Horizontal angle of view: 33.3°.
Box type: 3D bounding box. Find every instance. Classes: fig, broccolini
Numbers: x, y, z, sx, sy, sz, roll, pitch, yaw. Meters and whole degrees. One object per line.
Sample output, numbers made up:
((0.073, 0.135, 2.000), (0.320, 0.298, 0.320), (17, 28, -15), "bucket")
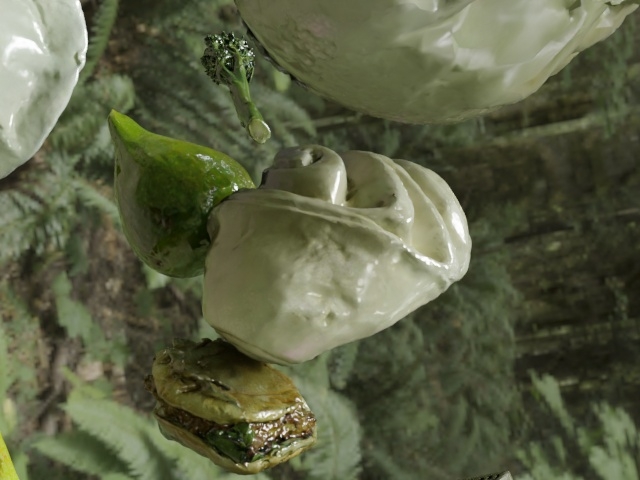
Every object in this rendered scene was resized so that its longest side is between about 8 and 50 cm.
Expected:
((-0.222, -0.080, 1.527), (0.275, 0.206, 0.206), (47, 4, 5), "fig")
((-0.075, -0.135, 0.956), (0.054, 0.051, 0.239), (61, 4, -29), "broccolini")

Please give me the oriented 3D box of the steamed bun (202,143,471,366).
((0.000, 0.000, 1.354), (0.247, 0.352, 0.339), (62, -9, -4), "steamed bun")

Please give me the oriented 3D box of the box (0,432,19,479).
((-0.371, 0.184, 0.956), (0.260, 0.062, 0.175), (-24, 92, -83), "box")

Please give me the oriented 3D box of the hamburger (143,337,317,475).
((-0.112, 0.210, 1.315), (0.183, 0.206, 0.130), (-10, 128, -58), "hamburger")

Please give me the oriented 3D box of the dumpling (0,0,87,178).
((-0.327, -0.141, 0.993), (0.131, 0.252, 0.179), (104, -39, -76), "dumpling")

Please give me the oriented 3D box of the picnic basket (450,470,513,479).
((0.169, 0.395, 1.263), (0.134, 0.154, 0.196), (-23, 92, -55), "picnic basket")

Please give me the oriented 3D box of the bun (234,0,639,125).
((0.072, -0.157, 0.431), (0.141, 0.239, 0.239), (27, -36, 40), "bun")
